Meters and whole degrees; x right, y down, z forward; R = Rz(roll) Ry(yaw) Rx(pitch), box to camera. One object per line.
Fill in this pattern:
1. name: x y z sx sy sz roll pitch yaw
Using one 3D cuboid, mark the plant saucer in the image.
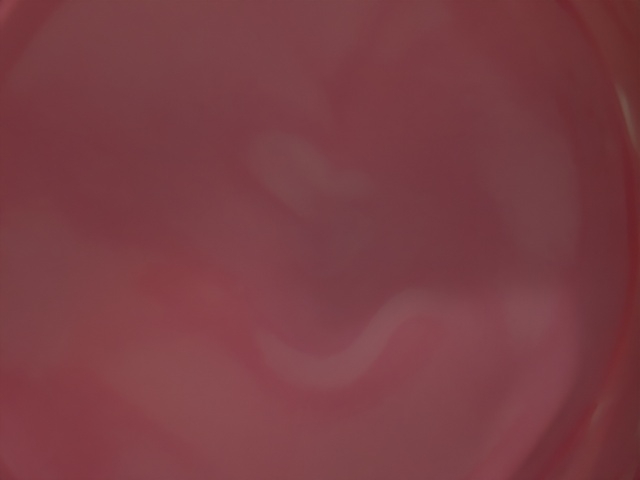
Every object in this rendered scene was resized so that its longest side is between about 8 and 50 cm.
1. plant saucer: 0.000 0.000 0.415 0.084 0.332 0.332 9 117 69
